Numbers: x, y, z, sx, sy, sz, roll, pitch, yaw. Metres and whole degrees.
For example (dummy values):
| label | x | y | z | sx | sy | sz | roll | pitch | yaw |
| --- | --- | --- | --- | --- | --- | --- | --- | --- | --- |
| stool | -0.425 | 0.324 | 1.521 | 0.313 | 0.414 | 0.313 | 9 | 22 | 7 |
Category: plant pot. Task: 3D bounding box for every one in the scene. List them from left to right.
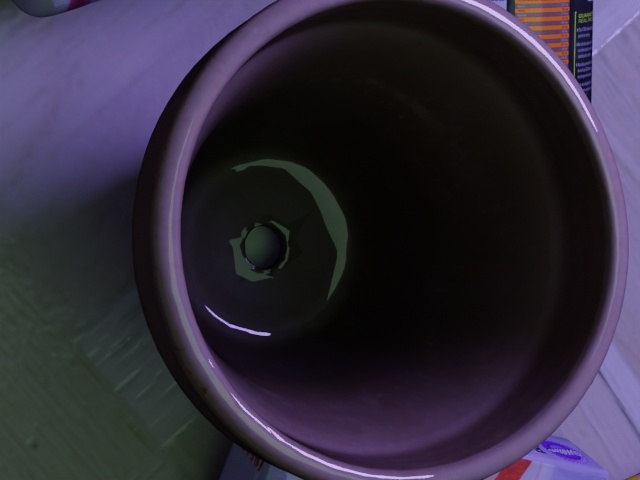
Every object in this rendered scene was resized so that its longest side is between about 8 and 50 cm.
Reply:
| label | x | y | z | sx | sy | sz | roll | pitch | yaw |
| --- | --- | --- | --- | --- | --- | --- | --- | --- | --- |
| plant pot | 0.000 | 0.000 | 0.913 | 0.263 | 0.229 | 0.263 | 1 | 89 | -23 |

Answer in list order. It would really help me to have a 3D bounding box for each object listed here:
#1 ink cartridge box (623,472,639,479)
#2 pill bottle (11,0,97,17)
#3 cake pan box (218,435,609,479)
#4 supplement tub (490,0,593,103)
| label | x | y | z | sx | sy | sz | roll | pitch | yaw |
| --- | --- | --- | --- | --- | --- | --- | --- | --- | --- |
| ink cartridge box | 0.290 | 0.252 | 1.135 | 0.233 | 0.171 | 0.168 | -19 | 107 | -19 |
| pill bottle | -0.054 | -0.238 | 0.895 | 0.283 | 0.160 | 0.160 | -22 | 108 | -19 |
| cake pan box | 0.031 | 0.234 | 1.059 | 0.246 | 0.070 | 0.266 | 17 | 100 | -24 |
| supplement tub | 0.110 | -0.110 | 1.017 | 0.117 | 0.117 | 0.190 | -5 | 101 | -23 |
